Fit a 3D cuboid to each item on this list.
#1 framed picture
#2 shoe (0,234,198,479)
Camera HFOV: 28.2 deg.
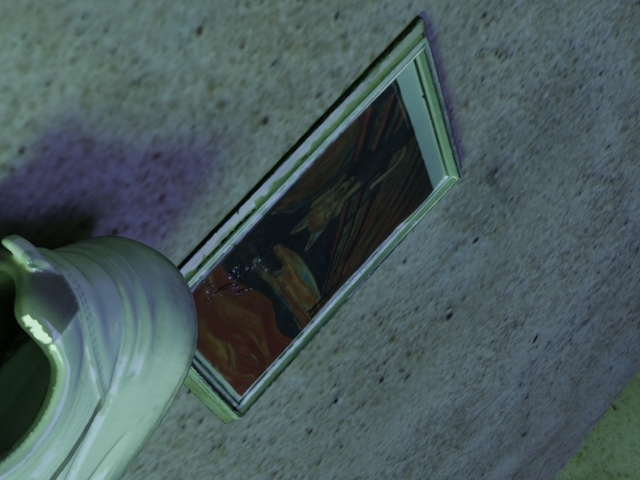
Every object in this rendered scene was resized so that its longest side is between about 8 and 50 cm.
[{"bbox_3d":[0.000,0.000,0.880,0.273,0.016,0.216,-47,155,-9],"label":"framed picture"},{"bbox_3d":[-0.193,0.120,0.608,0.316,0.124,0.159,-56,155,-3],"label":"shoe"}]
